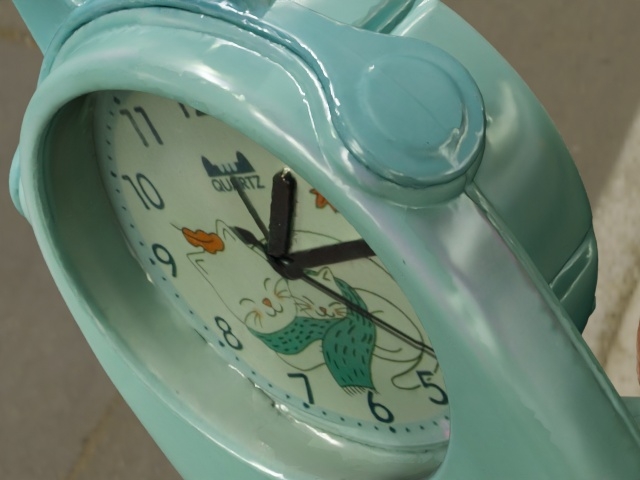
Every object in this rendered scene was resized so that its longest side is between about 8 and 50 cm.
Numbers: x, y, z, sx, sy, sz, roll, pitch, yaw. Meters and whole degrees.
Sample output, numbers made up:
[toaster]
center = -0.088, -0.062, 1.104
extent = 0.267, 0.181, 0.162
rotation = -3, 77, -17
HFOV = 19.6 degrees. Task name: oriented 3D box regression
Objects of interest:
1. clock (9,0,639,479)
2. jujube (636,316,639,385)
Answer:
[clock]
center = 0.000, 0.000, 0.642
extent = 0.224, 0.274, 0.094
rotation = -2, 34, 48
[jujube]
center = 0.256, 0.023, 0.888
extent = 0.183, 0.183, 0.243
rotation = 28, 68, 28
